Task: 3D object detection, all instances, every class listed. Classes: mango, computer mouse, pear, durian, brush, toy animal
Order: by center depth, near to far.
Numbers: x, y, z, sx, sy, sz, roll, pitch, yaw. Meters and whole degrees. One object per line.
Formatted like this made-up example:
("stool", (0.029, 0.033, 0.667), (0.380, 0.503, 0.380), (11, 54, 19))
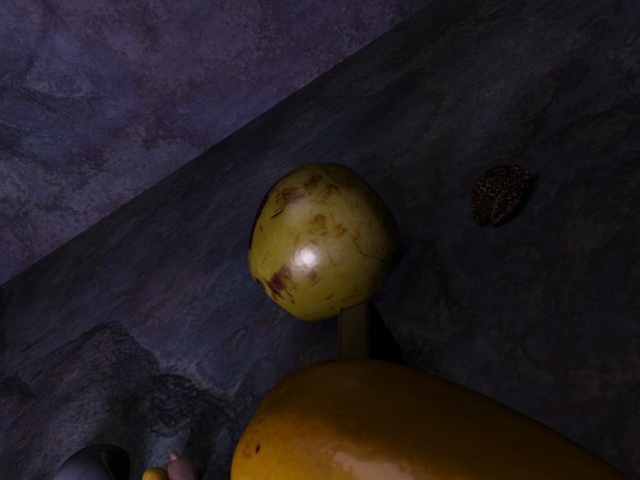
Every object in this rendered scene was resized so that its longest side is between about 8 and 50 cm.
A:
("mango", (0.108, 0.253, 0.700), (0.445, 0.300, 0.232), (9, 92, 39))
("brush", (0.077, 0.184, 1.011), (0.059, 0.123, 0.197), (-27, 28, 16))
("toy animal", (-0.256, 0.399, 1.153), (0.082, 0.091, 0.114), (-37, 23, 39))
("durian", (0.310, -0.093, 1.218), (0.140, 0.071, 0.110), (-36, 25, -4))
("computer mouse", (-0.412, 0.468, 1.246), (0.167, 0.090, 0.379), (-44, 27, -7))
("pear", (0.000, 0.000, 1.259), (0.283, 0.283, 0.284), (-31, 27, 17))
